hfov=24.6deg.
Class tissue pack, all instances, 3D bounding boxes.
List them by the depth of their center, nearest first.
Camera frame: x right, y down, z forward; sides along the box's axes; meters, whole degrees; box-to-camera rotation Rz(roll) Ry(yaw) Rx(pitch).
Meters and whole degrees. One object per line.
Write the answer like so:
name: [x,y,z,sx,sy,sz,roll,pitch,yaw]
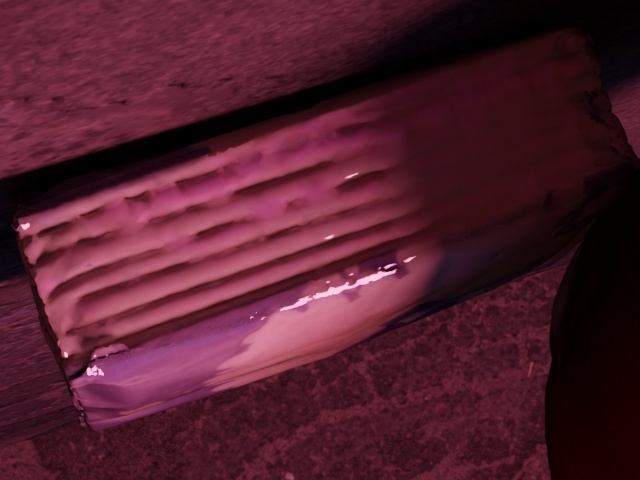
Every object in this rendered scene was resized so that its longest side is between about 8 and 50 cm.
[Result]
tissue pack: [0.000,0.000,0.879,0.343,0.125,0.242,-19,169,-10]

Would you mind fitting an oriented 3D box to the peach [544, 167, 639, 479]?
peach: [0.276,0.076,0.758,0.310,0.335,0.406,19,162,-4]
